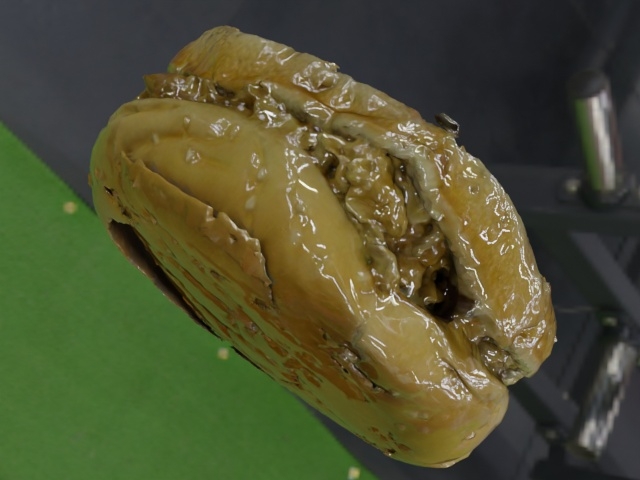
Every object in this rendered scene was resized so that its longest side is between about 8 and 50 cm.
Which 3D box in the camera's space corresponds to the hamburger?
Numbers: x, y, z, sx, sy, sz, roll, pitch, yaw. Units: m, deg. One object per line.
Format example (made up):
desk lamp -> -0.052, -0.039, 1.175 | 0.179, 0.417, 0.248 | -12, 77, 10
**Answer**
hamburger -> 0.000, 0.001, 0.566 | 0.108, 0.214, 0.214 | -52, 123, -14
